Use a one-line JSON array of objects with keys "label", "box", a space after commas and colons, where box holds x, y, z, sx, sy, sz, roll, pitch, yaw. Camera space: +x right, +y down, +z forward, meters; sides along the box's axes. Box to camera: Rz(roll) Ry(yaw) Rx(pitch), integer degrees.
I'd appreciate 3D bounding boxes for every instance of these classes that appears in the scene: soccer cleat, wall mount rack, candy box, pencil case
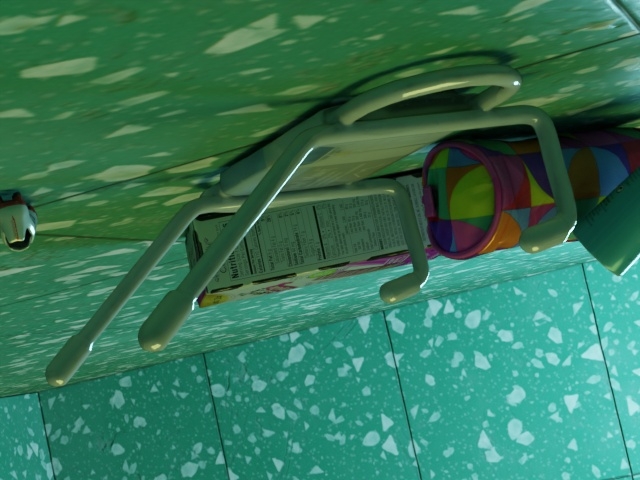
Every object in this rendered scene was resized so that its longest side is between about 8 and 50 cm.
[{"label": "soccer cleat", "box": [-0.202, -0.009, 0.963, 0.029, 0.036, 0.083, -11, 174, -9]}, {"label": "wall mount rack", "box": [-0.017, -0.004, 0.940, 0.304, 0.131, 0.350, -9, 172, -26]}, {"label": "candy box", "box": [0.000, 0.000, 1.292, 0.233, 0.071, 0.159, -11, 174, -7]}, {"label": "pencil case", "box": [0.185, -0.041, 1.173, 0.236, 0.105, 0.104, -5, 171, -42]}]

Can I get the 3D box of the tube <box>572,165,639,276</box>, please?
[{"label": "tube", "box": [0.280, -0.063, 1.095, 0.207, 0.052, 0.080, -48, 168, 15]}]
